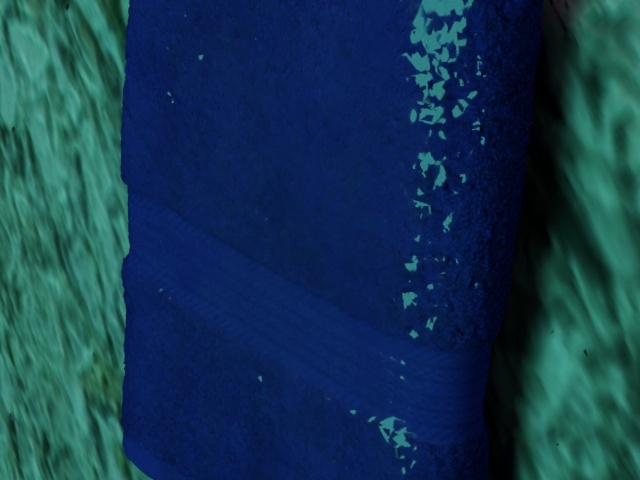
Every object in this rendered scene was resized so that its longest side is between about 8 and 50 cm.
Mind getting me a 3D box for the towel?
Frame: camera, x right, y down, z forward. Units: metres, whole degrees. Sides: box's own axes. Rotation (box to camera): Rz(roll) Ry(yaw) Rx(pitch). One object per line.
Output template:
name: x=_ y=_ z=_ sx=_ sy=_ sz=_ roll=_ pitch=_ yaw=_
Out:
towel: x=0.000 y=0.000 z=0.683 sx=0.227 sy=0.076 sz=0.308 roll=27 pitch=123 yaw=41
